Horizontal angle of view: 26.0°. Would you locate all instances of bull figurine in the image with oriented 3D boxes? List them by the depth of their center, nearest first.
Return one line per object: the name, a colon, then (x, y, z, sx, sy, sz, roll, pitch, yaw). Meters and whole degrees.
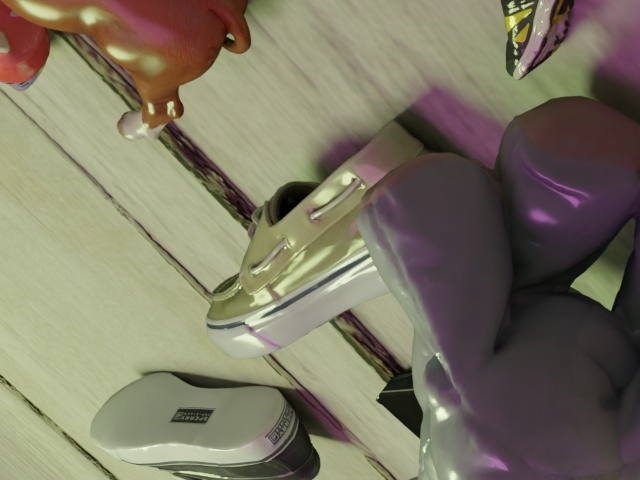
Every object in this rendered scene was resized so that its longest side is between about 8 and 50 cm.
bull figurine: (-0.181, -0.190, 0.857, 0.310, 0.101, 0.188, 38, 157, 1)

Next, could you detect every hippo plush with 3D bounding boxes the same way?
hippo plush: (0.146, 0.091, 0.775, 0.234, 0.294, 0.236, -6, 157, 3)

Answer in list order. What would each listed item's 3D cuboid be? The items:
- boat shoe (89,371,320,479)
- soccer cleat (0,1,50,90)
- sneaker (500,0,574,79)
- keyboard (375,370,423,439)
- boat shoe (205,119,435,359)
boat shoe: (-0.120, 0.205, 1.427, 0.301, 0.108, 0.102, -6, 131, 44)
soccer cleat: (-0.309, -0.195, 1.027, 0.248, 0.083, 0.095, 33, 158, 2)
sneaker: (0.108, -0.117, 0.715, 0.035, 0.031, 0.083, 43, 152, 17)
keyboard: (0.195, 0.210, 1.134, 0.317, 0.033, 0.201, 42, 159, -13)
boat shoe: (0.000, 0.000, 0.969, 0.094, 0.109, 0.302, 53, 141, -5)
